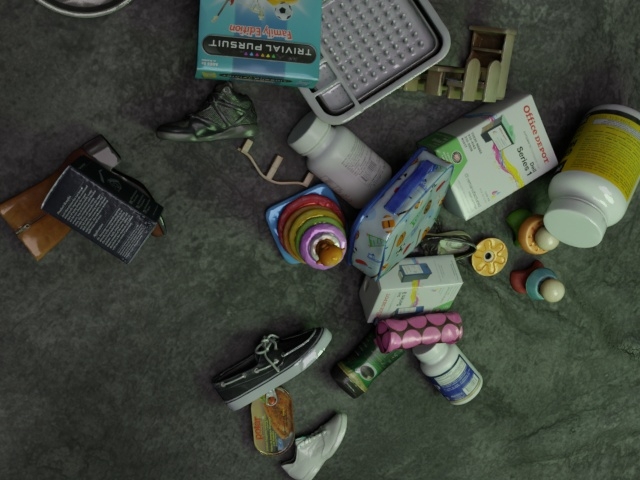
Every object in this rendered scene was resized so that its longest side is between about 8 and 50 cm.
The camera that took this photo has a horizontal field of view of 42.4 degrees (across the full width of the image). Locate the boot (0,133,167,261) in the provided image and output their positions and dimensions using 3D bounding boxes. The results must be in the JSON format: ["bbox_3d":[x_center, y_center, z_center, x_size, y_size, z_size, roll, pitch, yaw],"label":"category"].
[{"bbox_3d":[-0.505,-0.047,1.775,0.280,0.096,0.264,-38,112,-3],"label":"boot"}]

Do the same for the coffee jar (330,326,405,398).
[{"bbox_3d":[0.117,0.305,2.067,0.184,0.079,0.096,-44,111,-3],"label":"coffee jar"}]

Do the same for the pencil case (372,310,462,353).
[{"bbox_3d":[0.236,0.222,2.000,0.210,0.095,0.098,-3,150,-20],"label":"pencil case"}]

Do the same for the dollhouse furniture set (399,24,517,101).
[{"bbox_3d":[0.319,-0.409,1.871,0.242,0.212,0.160,-7,110,-42],"label":"dollhouse furniture set"}]

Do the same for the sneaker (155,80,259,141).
[{"bbox_3d":[-0.250,-0.280,1.796,0.228,0.087,0.130,-10,105,-17],"label":"sneaker"}]

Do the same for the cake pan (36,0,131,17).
[{"bbox_3d":[-0.483,-0.598,1.654,0.293,0.054,0.293,-4,106,-16],"label":"cake pan"}]

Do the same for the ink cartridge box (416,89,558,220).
[{"bbox_3d":[0.406,-0.210,1.994,0.278,0.117,0.201,-31,111,-8],"label":"ink cartridge box"}]

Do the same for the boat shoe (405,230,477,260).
[{"bbox_3d":[0.281,0.023,2.043,0.224,0.073,0.080,-9,107,-15],"label":"boat shoe"}]

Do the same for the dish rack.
[{"bbox_3d":[0.085,-0.434,1.797,0.333,0.072,0.285,-32,83,5],"label":"dish rack"}]

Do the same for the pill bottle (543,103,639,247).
[{"bbox_3d":[0.667,-0.154,1.990,0.188,0.188,0.334,44,63,-22],"label":"pill bottle"}]

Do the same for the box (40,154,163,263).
[{"bbox_3d":[-0.437,-0.067,1.672,0.207,0.153,0.108,34,99,-11],"label":"box"}]

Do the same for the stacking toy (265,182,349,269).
[{"bbox_3d":[0.000,0.000,1.827,0.175,0.302,0.165,-26,110,-5],"label":"stacking toy"}]

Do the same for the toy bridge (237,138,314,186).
[{"bbox_3d":[-0.109,-0.168,1.899,0.188,0.026,0.063,27,97,-21],"label":"toy bridge"}]

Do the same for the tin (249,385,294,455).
[{"bbox_3d":[-0.123,0.446,2.056,0.106,0.040,0.189,-8,107,-19],"label":"tin"}]

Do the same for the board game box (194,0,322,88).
[{"bbox_3d":[-0.125,-0.499,1.715,0.254,0.079,0.335,3,87,-12],"label":"board game box"}]

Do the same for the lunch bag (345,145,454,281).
[{"bbox_3d":[0.182,-0.067,1.872,0.115,0.243,0.303,33,62,17],"label":"lunch bag"}]

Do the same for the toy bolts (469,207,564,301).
[{"bbox_3d":[0.518,0.066,2.080,0.218,0.158,0.228,-30,111,-7],"label":"toy bolts"}]

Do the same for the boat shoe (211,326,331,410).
[{"bbox_3d":[-0.120,0.282,1.975,0.306,0.113,0.105,-33,106,10],"label":"boat shoe"}]

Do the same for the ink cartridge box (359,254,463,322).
[{"bbox_3d":[0.216,0.118,2.004,0.213,0.093,0.154,-2,144,-15],"label":"ink cartridge box"}]

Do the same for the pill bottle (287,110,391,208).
[{"bbox_3d":[0.041,-0.188,1.882,0.229,0.131,0.131,39,91,-22],"label":"pill bottle"}]

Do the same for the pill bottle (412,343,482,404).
[{"bbox_3d":[0.322,0.323,2.117,0.112,0.112,0.186,-41,111,-3],"label":"pill bottle"}]

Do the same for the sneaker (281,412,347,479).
[{"bbox_3d":[-0.017,0.515,2.091,0.094,0.080,0.212,35,94,-10],"label":"sneaker"}]
